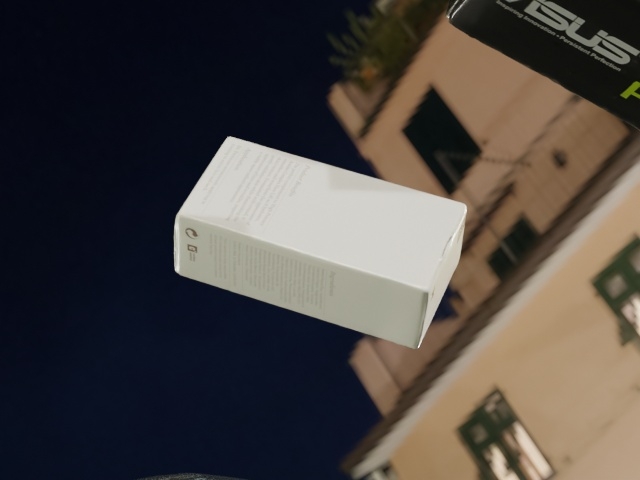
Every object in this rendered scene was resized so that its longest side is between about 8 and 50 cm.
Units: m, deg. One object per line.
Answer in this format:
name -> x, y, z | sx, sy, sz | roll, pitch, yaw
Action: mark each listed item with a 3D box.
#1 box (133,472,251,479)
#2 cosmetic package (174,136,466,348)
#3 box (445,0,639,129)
box -> -0.010, 0.226, 0.690 | 0.059, 0.183, 0.233 | 1, -90, -51
cosmetic package -> 0.000, 0.000, 1.399 | 0.085, 0.231, 0.117 | 95, -162, -47
box -> 0.199, -0.113, 0.608 | 0.270, 0.216, 0.060 | 28, -31, -11
